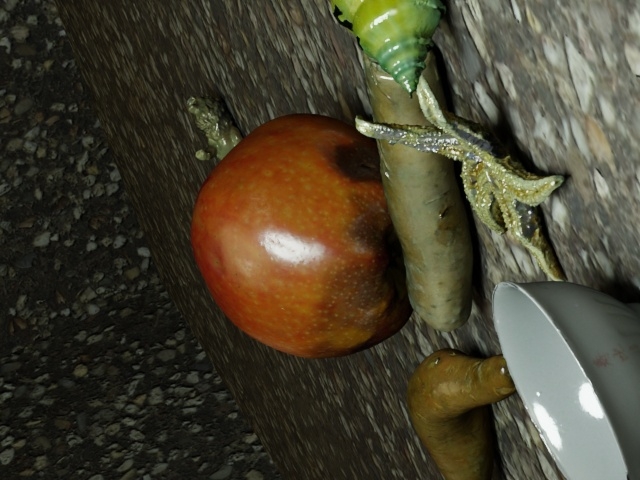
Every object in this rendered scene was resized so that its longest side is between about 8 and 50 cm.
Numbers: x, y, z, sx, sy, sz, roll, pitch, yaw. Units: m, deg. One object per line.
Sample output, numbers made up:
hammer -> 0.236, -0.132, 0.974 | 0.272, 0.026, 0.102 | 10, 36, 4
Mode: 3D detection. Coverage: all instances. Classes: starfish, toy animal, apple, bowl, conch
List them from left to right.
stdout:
toy animal -> -0.119, -0.099, 2.372 | 0.086, 0.069, 0.219 | -41, -68, -79
apple -> 0.000, 0.000, 1.643 | 0.230, 0.230, 0.230 | 61, 169, 21
conch -> 0.046, -0.202, 1.322 | 0.095, 0.079, 0.200 | -20, 88, 57
starfish -> 0.126, -0.048, 1.302 | 0.208, 0.053, 0.176 | 42, 170, -30
bowl -> 0.200, 0.097, 1.209 | 0.189, 0.086, 0.189 | 62, 171, 18

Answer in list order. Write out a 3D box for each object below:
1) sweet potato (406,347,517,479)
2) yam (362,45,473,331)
sweet potato -> 0.137, 0.158, 1.706 | 0.108, 0.079, 0.346 | 32, 158, 14
yam -> 0.087, -0.042, 1.484 | 0.317, 0.067, 0.071 | 77, -170, -45
